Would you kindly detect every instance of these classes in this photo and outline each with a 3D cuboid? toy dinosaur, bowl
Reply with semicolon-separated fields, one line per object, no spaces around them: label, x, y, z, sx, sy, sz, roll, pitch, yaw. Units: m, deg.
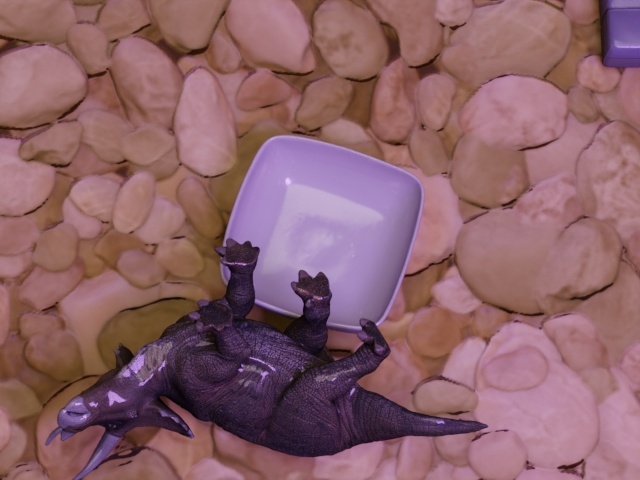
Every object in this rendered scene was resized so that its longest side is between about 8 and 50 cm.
toy dinosaur;-0.036;0.101;1.481;0.314;0.160;0.121;9;42;-10
bowl;0.000;0.000;1.544;0.142;0.053;0.142;18;73;4

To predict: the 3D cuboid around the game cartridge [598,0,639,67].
game cartridge;0.404;-0.246;1.628;0.355;0.068;0.230;0;68;-1
